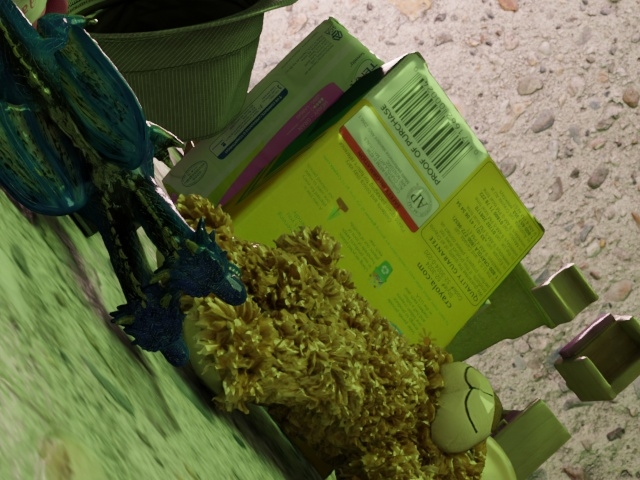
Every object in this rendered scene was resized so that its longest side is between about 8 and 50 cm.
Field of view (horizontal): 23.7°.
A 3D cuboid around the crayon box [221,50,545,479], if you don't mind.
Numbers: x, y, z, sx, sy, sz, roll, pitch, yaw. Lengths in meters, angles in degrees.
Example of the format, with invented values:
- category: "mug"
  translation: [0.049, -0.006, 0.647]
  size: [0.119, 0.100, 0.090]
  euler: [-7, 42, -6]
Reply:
- category: "crayon box"
  translation: [0.022, 0.017, 1.246]
  size: [0.202, 0.318, 0.081]
  euler: [54, -33, -12]

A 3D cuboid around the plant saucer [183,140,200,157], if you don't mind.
- category: "plant saucer"
  translation: [-0.106, -0.038, 1.813]
  size: [0.199, 0.036, 0.198]
  euler: [53, 5, -7]

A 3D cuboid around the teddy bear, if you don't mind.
- category: "teddy bear"
  translation: [0.017, 0.086, 1.051]
  size: [0.338, 0.113, 0.245]
  euler: [43, 12, -22]

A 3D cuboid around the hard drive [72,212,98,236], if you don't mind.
- category: "hard drive"
  translation: [-0.174, -0.066, 0.972]
  size: [0.135, 0.022, 0.094]
  euler: [54, 2, -6]

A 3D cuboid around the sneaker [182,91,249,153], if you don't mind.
- category: "sneaker"
  translation: [0.001, 0.000, 1.966]
  size: [0.447, 0.169, 0.257]
  euler: [38, 23, -24]

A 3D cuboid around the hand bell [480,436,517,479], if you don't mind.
- category: "hand bell"
  translation: [0.080, 0.229, 1.203]
  size: [0.126, 0.126, 0.242]
  euler: [54, 15, 2]

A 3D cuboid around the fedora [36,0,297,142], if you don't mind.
- category: "fedora"
  translation: [-0.137, -0.160, 1.317]
  size: [0.275, 0.243, 0.124]
  euler: [-139, -141, -57]

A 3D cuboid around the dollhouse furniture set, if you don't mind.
- category: "dollhouse furniture set"
  translation: [0.100, 0.082, 1.463]
  size: [0.303, 0.286, 0.198]
  euler: [51, -12, -4]

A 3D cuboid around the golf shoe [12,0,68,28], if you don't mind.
- category: "golf shoe"
  translation: [-0.220, -0.199, 0.961]
  size: [0.140, 0.115, 0.306]
  euler: [57, 3, -3]

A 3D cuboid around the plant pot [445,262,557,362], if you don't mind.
- category: "plant pot"
  translation: [0.094, 0.062, 1.773]
  size: [0.276, 0.254, 0.276]
  euler: [53, 1, -2]

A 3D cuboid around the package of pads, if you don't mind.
- category: "package of pads"
  translation: [-0.019, -0.061, 1.483]
  size: [0.101, 0.229, 0.296]
  euler: [43, -3, 17]

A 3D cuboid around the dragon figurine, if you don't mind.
- category: "dragon figurine"
  translation: [-0.140, -0.066, 0.838]
  size: [0.289, 0.085, 0.144]
  euler: [55, 1, -16]
